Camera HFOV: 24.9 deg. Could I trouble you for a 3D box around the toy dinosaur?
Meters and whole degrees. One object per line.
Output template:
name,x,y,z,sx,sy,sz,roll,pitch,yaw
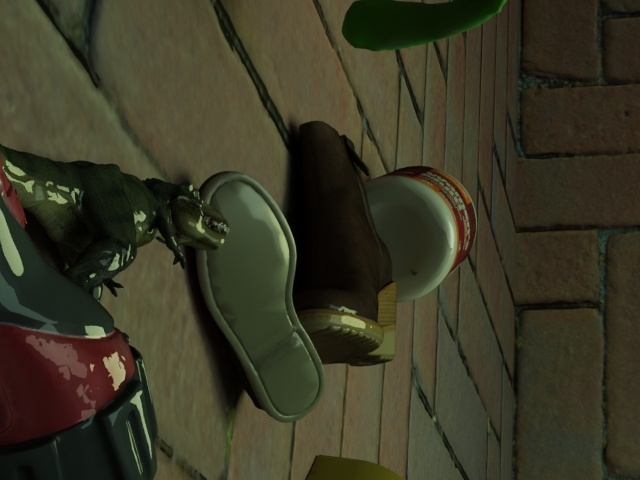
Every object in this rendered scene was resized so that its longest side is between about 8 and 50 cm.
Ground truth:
toy dinosaur,-0.117,0.004,0.745,0.268,0.064,0.118,31,51,-71

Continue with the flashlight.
flashlight,-0.142,-0.032,0.571,0.103,0.103,0.304,24,-50,56

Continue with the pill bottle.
pill bottle,0.091,-0.012,1.445,0.221,0.121,0.121,-27,114,-74

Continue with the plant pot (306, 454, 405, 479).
plant pot,0.034,0.239,1.255,0.081,0.083,0.081,-57,142,-68

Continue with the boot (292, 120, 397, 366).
boot,0.000,0.000,1.218,0.248,0.090,0.207,25,52,-73

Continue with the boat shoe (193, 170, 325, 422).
boat shoe,-0.054,0.037,1.026,0.065,0.075,0.206,33,-33,52

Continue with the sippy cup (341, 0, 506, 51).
sippy cup,0.021,-0.275,0.992,0.240,0.224,0.305,-43,129,-71
